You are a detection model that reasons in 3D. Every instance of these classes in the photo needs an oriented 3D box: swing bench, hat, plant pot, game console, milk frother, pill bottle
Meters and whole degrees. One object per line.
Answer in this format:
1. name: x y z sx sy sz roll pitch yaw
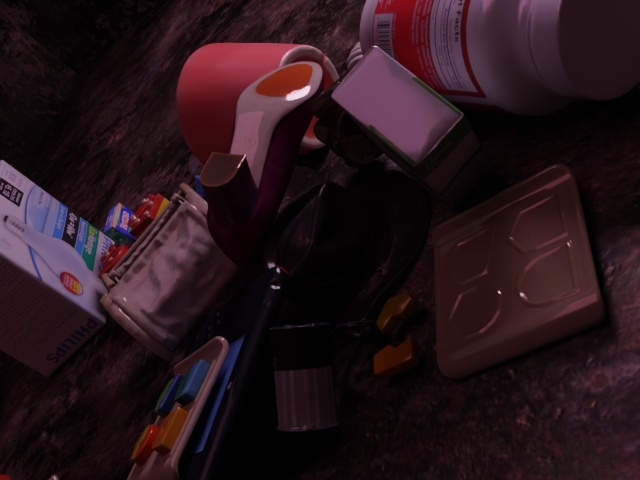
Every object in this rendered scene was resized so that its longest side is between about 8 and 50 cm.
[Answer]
1. swing bench: -0.263 0.046 1.423 0.253 0.165 0.254 -50 15 -3
2. hat: 0.000 0.000 1.203 0.331 0.134 0.331 -35 33 27
3. plant pot: -0.106 -0.268 1.534 0.243 0.275 0.275 1 57 42
4. game console: -0.177 0.249 1.137 0.342 0.060 0.387 -44 24 56
5. milk frother: 0.012 0.176 1.040 0.143 0.129 0.135 -5 86 12
6. pill bottle: 0.248 -0.293 1.092 0.229 0.229 0.407 -55 30 -7

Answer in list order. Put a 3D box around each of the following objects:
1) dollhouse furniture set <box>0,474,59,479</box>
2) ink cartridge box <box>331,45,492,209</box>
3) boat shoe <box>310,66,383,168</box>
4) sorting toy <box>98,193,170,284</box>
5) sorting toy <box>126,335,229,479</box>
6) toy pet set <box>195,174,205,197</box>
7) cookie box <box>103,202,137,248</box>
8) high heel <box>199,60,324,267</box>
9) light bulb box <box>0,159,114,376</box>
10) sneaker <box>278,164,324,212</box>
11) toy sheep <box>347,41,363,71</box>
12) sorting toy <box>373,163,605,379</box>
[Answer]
1. dollhouse furniture set: -0.473 0.477 1.229 0.135 0.262 0.259 -44 64 8
2. ink cartridge box: 0.131 -0.144 1.055 0.093 0.219 0.160 -48 65 5
3. boat shoe: 0.065 -0.187 1.224 0.122 0.120 0.324 -39 -3 -1
4. sorting toy: -0.395 0.006 1.724 0.257 0.089 0.255 -54 19 -7
5. sorting toy: -0.208 0.247 1.092 0.193 0.038 0.208 -37 29 51
6. toy pet set: -0.227 -0.120 1.707 0.122 0.065 0.114 -53 30 -5
7. cookie box: -0.462 -0.024 1.878 0.040 0.107 0.092 -34 34 26
8. high heel: -0.084 -0.138 1.287 0.127 0.181 0.377 14 49 25
9. light bulb box: -0.706 0.064 1.859 0.225 0.361 0.358 -40 32 15
10. sneaker: -0.062 -0.102 1.407 0.234 0.094 0.153 -11 10 37
11. toy sheep: 0.091 -0.335 1.499 0.091 0.091 0.132 -25 53 37
12. sorting toy: 0.196 0.059 0.972 0.307 0.041 0.229 -30 40 32
